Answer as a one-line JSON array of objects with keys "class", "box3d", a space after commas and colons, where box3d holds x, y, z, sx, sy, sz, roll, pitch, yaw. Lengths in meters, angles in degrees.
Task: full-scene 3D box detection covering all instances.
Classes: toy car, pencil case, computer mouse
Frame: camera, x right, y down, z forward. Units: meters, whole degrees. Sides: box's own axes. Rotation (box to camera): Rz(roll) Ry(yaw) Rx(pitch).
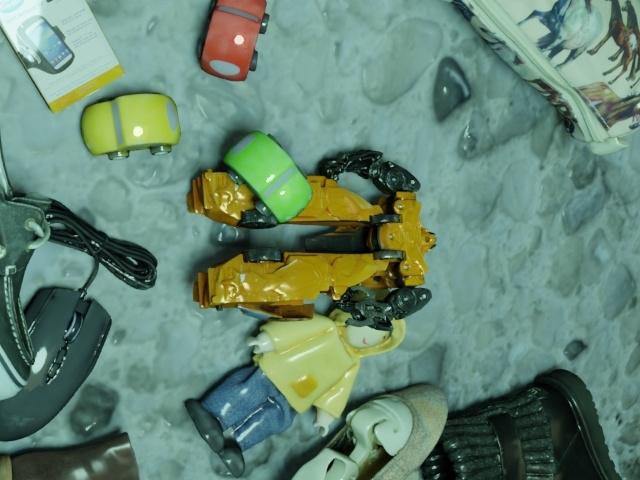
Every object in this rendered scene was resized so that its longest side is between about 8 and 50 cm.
[{"class": "toy car", "box3d": [-0.091, -0.114, 0.877, 0.239, 0.053, 0.225, -43, 94, -7]}, {"class": "pencil case", "box3d": [0.248, -0.266, 0.994, 0.410, 0.160, 0.183, 34, 74, -34]}, {"class": "computer mouse", "box3d": [-0.296, 0.088, 0.892, 0.184, 0.060, 0.262, 40, 87, -35]}]

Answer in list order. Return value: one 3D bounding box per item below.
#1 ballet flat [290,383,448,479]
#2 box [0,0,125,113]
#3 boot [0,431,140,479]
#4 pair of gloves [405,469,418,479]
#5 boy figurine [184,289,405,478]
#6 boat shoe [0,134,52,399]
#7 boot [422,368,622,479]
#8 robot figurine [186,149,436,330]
[{"class": "ballet flat", "box3d": [0.044, 0.278, 1.100, 0.316, 0.108, 0.106, -44, 136, -21]}, {"class": "box", "box3d": [-0.254, -0.199, 0.826, 0.081, 0.028, 0.136, -33, 119, -14]}, {"class": "boot", "box3d": [-0.295, 0.345, 0.971, 0.207, 0.090, 0.248, -9, 109, -23]}, {"class": "pair of gloves", "box3d": [0.045, 0.416, 1.217, 0.204, 0.042, 0.240, -3, 105, -23]}, {"class": "boy figurine", "box3d": [-0.015, 0.163, 1.058, 0.285, 0.092, 0.177, -34, 119, -10]}, {"class": "boat shoe", "box3d": [-0.301, -0.019, 0.786, 0.119, 0.121, 0.335, -16, 105, -15]}, {"class": "boot", "box3d": [0.298, 0.379, 1.252, 0.260, 0.131, 0.348, -21, 91, -26]}, {"class": "robot figurine", "box3d": [0.000, 0.000, 0.985, 0.291, 0.085, 0.211, 1, 80, -29]}]
